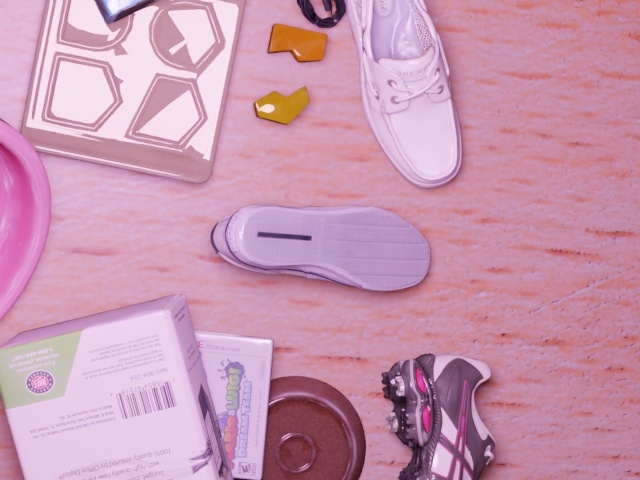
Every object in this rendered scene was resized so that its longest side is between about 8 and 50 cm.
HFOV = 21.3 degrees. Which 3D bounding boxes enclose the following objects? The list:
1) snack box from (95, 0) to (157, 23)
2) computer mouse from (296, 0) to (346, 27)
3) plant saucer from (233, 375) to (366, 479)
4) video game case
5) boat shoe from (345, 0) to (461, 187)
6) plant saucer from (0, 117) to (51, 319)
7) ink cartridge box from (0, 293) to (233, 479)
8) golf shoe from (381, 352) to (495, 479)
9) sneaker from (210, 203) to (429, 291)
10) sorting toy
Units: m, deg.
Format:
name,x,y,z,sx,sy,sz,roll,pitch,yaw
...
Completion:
name,x,y,z,sx,sy,sz,roll,pitch,yaw
snack box,-0.125,-0.385,1.822,0.322,0.060,0.187,-27,92,-11
computer mouse,-0.011,-0.320,1.809,0.071,0.041,0.242,-33,143,-20
plant saucer,-0.029,0.237,1.911,0.168,0.029,0.168,-1,94,-11
video game case,-0.128,0.179,1.877,0.143,0.019,0.157,5,93,5
boat shoe,0.091,-0.188,1.869,0.098,0.096,0.277,-21,97,-8
plant saucer,-0.432,-0.001,1.722,0.332,0.332,0.084,-47,56,-4
ink cartridge box,-0.212,0.216,1.814,0.198,0.115,0.273,-13,97,6
golf shoe,0.143,0.262,1.907,0.120,0.105,0.273,-5,95,-17
sneaker,0.000,0.000,1.874,0.258,0.091,0.094,12,86,-31
sorting toy,-0.157,-0.182,1.860,0.307,0.041,0.229,11,87,-10
